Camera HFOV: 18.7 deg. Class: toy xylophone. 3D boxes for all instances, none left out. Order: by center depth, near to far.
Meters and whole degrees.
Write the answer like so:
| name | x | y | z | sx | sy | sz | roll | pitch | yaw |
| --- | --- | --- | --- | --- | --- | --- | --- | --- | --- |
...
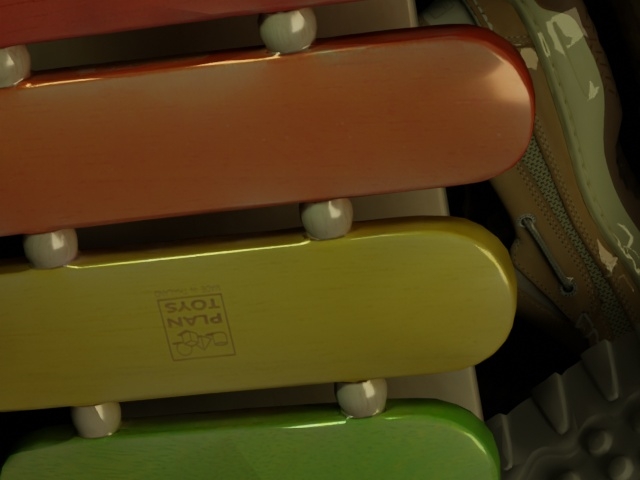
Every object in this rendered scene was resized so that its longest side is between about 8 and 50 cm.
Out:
| name | x | y | z | sx | sy | sz | roll | pitch | yaw |
| --- | --- | --- | --- | --- | --- | --- | --- | --- | --- |
| toy xylophone | 0.000 | 0.000 | 0.504 | 0.081 | 0.236 | 0.322 | -70 | 144 | -62 |

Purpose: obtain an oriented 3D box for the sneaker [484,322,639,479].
| name | x | y | z | sx | sy | sz | roll | pitch | yaw |
| --- | --- | --- | --- | --- | --- | --- | --- | --- | --- |
| sneaker | 0.101 | 0.093 | 0.615 | 0.095 | 0.235 | 0.090 | 34 | 42 | -42 |

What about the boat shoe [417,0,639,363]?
| name | x | y | z | sx | sy | sz | roll | pitch | yaw |
| --- | --- | --- | --- | --- | --- | --- | --- | --- | --- |
| boat shoe | 0.070 | -0.002 | 0.648 | 0.072 | 0.068 | 0.190 | -29 | 115 | -9 |

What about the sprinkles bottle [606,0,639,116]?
| name | x | y | z | sx | sy | sz | roll | pitch | yaw |
| --- | --- | --- | --- | --- | --- | --- | --- | --- | --- |
| sprinkles bottle | 0.171 | -0.022 | 0.626 | 0.121 | 0.121 | 0.355 | -30 | 107 | -28 |
